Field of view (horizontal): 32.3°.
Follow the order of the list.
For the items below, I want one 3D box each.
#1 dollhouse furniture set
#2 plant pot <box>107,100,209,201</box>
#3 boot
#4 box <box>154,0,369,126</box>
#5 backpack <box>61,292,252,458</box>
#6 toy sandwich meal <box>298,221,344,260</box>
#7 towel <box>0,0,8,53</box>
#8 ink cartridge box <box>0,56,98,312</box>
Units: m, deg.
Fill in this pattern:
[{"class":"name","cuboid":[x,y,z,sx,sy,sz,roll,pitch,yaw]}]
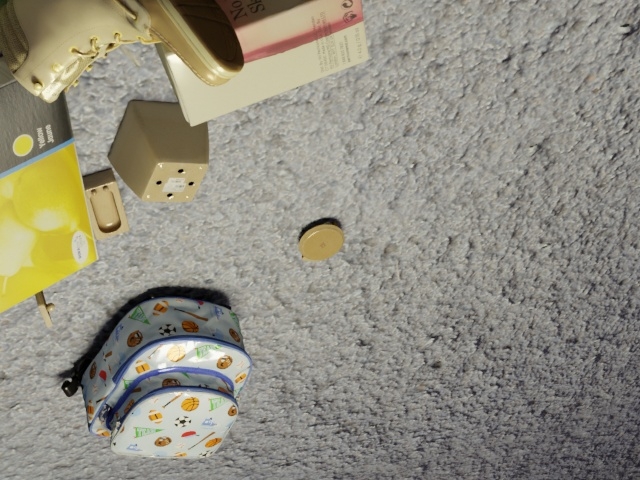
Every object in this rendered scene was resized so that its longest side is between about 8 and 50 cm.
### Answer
[{"class":"dollhouse furniture set","cuboid":[-0.331,0.011,1.517,0.151,0.123,0.144,-18,146,-11]},{"class":"plant pot","cuboid":[-0.204,-0.110,1.458,0.109,0.096,0.109,0,138,-32]},{"class":"boot","cuboid":[-0.220,-0.211,1.164,0.203,0.262,0.095,-46,170,21]},{"class":"box","cuboid":[-0.079,-0.259,1.287,0.232,0.148,0.127,-21,146,-6]},{"class":"backpack","cuboid":[-0.243,0.220,1.802,0.277,0.213,0.263,6,125,-34]},{"class":"toy sandwich meal","cuboid":[0.000,0.000,1.803,0.086,0.029,0.085,-11,134,-11]},{"class":"towel","cuboid":[-0.403,-0.235,1.234,0.152,0.023,0.113,-35,147,10]},{"class":"ink cartridge box","cuboid":[-0.421,-0.035,1.295,0.307,0.072,0.303,-35,140,-33]}]
